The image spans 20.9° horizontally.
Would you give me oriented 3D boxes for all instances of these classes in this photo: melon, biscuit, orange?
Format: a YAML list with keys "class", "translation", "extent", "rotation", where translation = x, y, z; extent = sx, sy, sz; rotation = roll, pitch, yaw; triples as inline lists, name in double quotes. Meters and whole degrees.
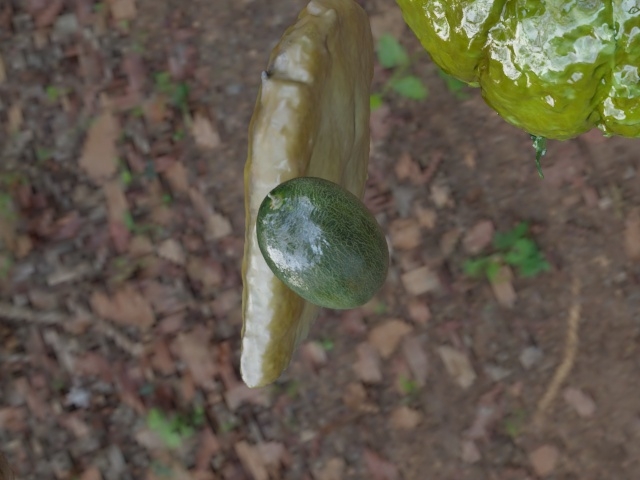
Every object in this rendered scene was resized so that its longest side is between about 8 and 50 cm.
- class: "melon"
  translation: [0.000, 0.000, 1.725]
  extent: [0.114, 0.114, 0.167]
  rotation: [-3, 145, 47]
- class: "biscuit"
  translation: [-0.003, -0.101, 2.244]
  extent: [0.104, 0.429, 0.446]
  rotation: [13, 123, 13]
- class: "orange"
  translation: [0.185, -0.209, 1.072]
  extent: [0.301, 0.223, 0.300]
  rotation: [-18, 80, 7]

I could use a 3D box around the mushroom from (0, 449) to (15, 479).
- class: "mushroom"
  translation: [-0.299, 0.295, 1.402]
  extent: [0.146, 0.278, 0.278]
  rotation: [5, 116, -1]
